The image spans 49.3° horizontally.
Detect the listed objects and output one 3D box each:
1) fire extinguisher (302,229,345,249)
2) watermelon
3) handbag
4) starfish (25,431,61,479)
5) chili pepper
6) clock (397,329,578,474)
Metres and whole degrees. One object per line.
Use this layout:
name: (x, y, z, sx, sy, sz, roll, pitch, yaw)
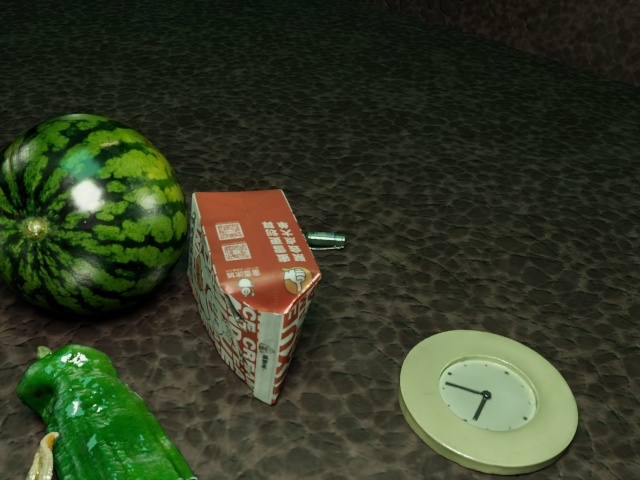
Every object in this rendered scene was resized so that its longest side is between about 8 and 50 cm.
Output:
fire extinguisher: (0.000, 0.000, 1.208, 0.083, 0.025, 0.038, 6, 57, 1)
watermelon: (-0.329, -0.035, 0.980, 0.285, 0.285, 0.285, 4, 34, -2)
handbag: (-0.090, 0.071, 0.972, 0.151, 0.171, 0.298, -4, 39, -20)
starfish: (-0.275, 0.286, 0.666, 0.247, 0.138, 0.050, 41, 3, 35)
chili pepper: (-0.261, 0.211, 0.793, 0.136, 0.099, 0.270, -29, 49, -25)
clock: (0.220, 0.209, 0.928, 0.235, 0.029, 0.235, 3, 36, -2)
